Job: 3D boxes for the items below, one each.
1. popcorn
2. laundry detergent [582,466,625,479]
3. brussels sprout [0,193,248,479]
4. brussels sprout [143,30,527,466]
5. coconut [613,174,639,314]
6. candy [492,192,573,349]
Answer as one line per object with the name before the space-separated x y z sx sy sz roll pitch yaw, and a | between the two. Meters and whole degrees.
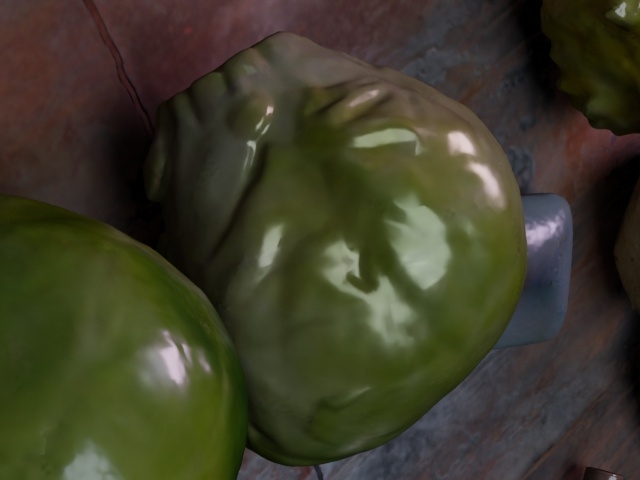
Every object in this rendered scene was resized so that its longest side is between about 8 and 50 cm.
popcorn | 0.307 -0.192 1.281 0.249 0.249 0.225 43 66 -38
laundry detergent | 0.273 0.348 1.476 0.171 0.076 0.237 20 84 -45
brussels sprout | -0.203 0.117 0.848 0.344 0.344 0.268 -41 115 -27
brussels sprout | 0.013 0.003 1.078 0.274 0.242 0.316 -9 102 -15
coconut | 0.397 -0.021 1.414 0.237 0.197 0.237 -3 97 -23
candy | 0.152 0.030 1.301 0.174 0.071 0.138 -5 102 -40
